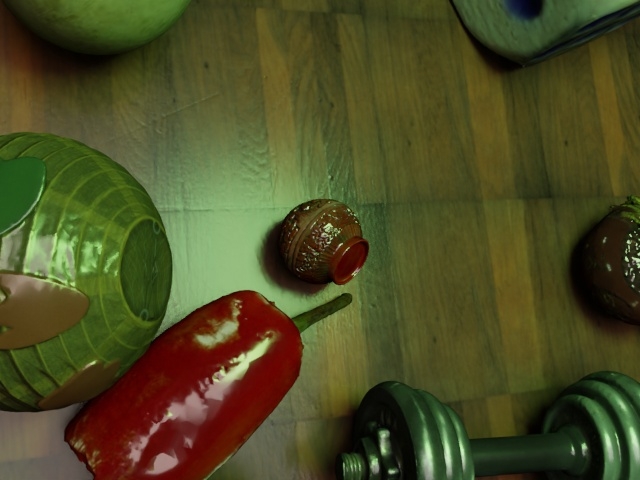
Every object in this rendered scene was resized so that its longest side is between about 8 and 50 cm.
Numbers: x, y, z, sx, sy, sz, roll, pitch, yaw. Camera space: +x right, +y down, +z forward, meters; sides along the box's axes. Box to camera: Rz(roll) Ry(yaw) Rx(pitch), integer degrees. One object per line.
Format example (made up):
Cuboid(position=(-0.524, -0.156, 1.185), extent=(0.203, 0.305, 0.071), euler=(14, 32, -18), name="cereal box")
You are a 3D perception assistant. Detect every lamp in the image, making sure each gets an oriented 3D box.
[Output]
Cuboid(position=(0.420, 0.030, 0.958), extent=(0.156, 0.135, 0.157), euler=(-42, 97, -21), name="lamp")
Cuboid(position=(-0.277, 0.025, 0.664), extent=(0.284, 0.250, 0.250), euler=(2, 76, 15), name="lamp")

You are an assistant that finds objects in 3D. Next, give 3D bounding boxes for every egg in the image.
Cuboid(position=(-0.224, -0.333, 0.754), extent=(0.218, 0.218, 0.295), euler=(9, 68, -18), name="egg")

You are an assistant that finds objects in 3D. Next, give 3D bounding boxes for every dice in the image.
Cuboid(position=(0.331, -0.393, 0.957), extent=(0.259, 0.243, 0.251), euler=(-25, 88, -25), name="dice")

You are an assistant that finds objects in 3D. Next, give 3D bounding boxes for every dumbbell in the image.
Cuboid(position=(0.209, 0.237, 0.818), extent=(0.406, 0.179, 0.179), euler=(2, 79, -19), name="dumbbell")

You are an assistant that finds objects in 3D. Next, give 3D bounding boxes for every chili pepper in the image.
Cuboid(position=(-0.087, 0.122, 0.749), extent=(0.338, 0.134, 0.131), euler=(-39, 113, -21), name="chili pepper")

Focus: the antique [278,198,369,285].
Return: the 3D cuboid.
Cuboid(position=(0.000, 0.000, 0.834), extent=(0.104, 0.104, 0.104), euler=(4, 78, -19), name="antique")
